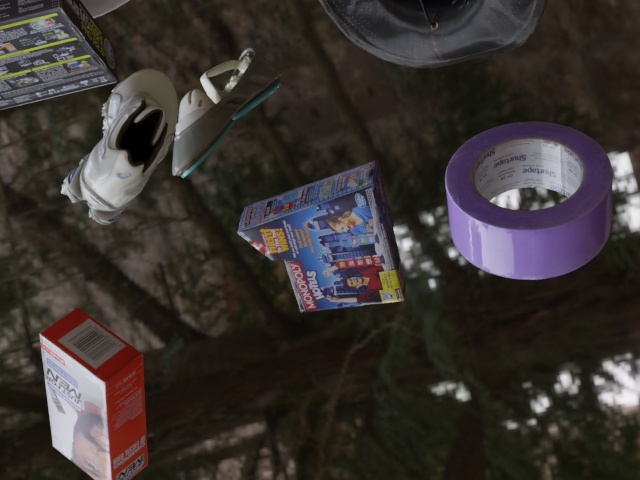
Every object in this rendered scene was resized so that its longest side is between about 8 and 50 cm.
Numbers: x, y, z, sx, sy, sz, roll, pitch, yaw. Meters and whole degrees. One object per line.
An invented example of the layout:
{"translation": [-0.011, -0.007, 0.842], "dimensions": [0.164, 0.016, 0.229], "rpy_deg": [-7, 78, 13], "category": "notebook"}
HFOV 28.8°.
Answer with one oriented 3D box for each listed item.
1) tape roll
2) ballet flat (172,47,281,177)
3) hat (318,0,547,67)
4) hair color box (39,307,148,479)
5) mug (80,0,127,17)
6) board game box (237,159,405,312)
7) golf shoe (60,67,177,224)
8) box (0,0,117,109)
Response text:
{"translation": [0.241, -0.049, 1.437], "dimensions": [0.189, 0.189, 0.080], "rpy_deg": [-76, -17, -44], "category": "tape roll"}
{"translation": [-0.117, -0.144, 1.354], "dimensions": [0.068, 0.072, 0.213], "rpy_deg": [48, -136, -9], "category": "ballet flat"}
{"translation": [0.123, -0.348, 1.346], "dimensions": [0.134, 0.331, 0.331], "rpy_deg": [-48, -60, -35], "category": "hat"}
{"translation": [-0.219, 0.158, 1.211], "dimensions": [0.053, 0.093, 0.167], "rpy_deg": [-38, -34, -36], "category": "hair color box"}
{"translation": [-0.383, -0.501, 1.789], "dimensions": [0.328, 0.276, 0.374], "rpy_deg": [51, 169, 15], "category": "mug"}
{"translation": [0.000, 0.000, 1.635], "dimensions": [0.060, 0.194, 0.194], "rpy_deg": [-78, -23, -51], "category": "board game box"}
{"translation": [-0.144, -0.091, 1.026], "dimensions": [0.069, 0.086, 0.176], "rpy_deg": [36, -138, -21], "category": "golf shoe"}
{"translation": [-0.429, -0.248, 1.636], "dimensions": [0.216, 0.270, 0.060], "rpy_deg": [59, -160, -68], "category": "box"}
